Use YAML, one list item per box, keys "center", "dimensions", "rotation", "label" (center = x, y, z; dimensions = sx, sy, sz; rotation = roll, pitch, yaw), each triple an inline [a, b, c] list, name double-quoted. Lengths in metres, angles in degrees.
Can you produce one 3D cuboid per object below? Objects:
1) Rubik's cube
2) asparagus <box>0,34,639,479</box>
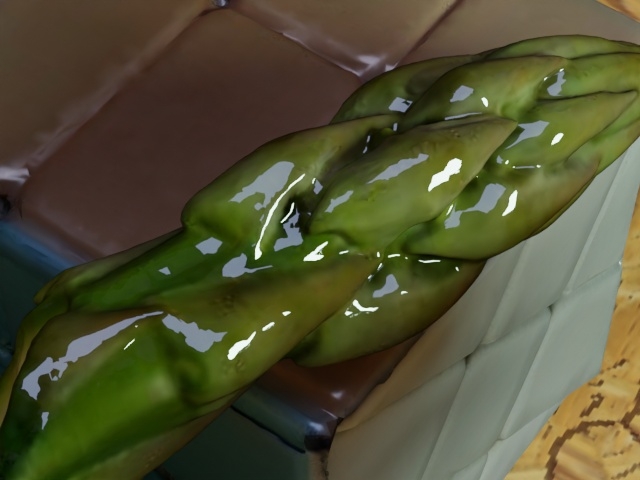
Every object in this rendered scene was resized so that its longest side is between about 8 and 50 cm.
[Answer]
- center: [-0.023, 0.006, 0.761]
  dimensions: [0.225, 0.231, 0.221]
  rotation: [31, 59, 21]
  label: "Rubik's cube"
- center: [0.000, 0.000, 0.578]
  dimensions: [0.287, 0.080, 0.080]
  rotation: [-27, 60, -20]
  label: "asparagus"
